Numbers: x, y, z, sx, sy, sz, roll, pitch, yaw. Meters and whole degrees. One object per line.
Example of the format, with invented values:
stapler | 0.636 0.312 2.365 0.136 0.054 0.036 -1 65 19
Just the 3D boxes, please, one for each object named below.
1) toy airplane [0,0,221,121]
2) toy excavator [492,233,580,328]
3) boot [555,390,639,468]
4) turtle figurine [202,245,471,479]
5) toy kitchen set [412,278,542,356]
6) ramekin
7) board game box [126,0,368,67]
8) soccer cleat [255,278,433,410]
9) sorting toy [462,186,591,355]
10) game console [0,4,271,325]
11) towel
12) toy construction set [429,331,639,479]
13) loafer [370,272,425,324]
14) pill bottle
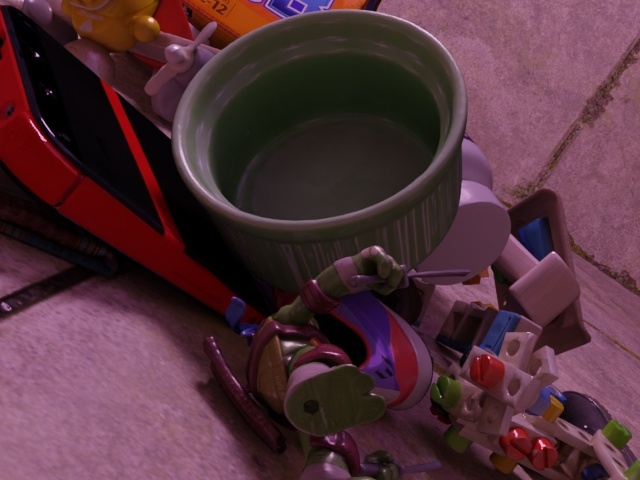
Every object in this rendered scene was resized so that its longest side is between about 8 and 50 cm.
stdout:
toy airplane | -0.281 -0.295 1.535 0.384 0.272 0.386 41 -25 -16
toy excavator | 0.146 -0.074 1.523 0.433 0.222 0.445 51 -2 -9
boot | 0.295 0.240 1.339 0.208 0.076 0.190 17 19 -32
turtle figurine | 0.046 0.119 0.887 0.274 0.198 0.266 27 14 -9
toy kitchen set | 0.153 0.118 1.384 0.166 0.122 0.207 30 -6 -14
ramekin | 0.008 -0.087 1.117 0.303 0.303 0.148 43 -19 35
board game box | -0.103 -0.439 1.857 0.356 0.356 0.356 34 -18 -1
soccer cleat | -0.009 0.062 1.161 0.116 0.109 0.318 11 28 -48
sorting toy | 0.290 0.073 1.600 0.041 0.307 0.229 -5 75 -21
game console | -0.224 -0.084 1.147 0.342 0.060 0.386 42 10 -38
towel | -0.345 -0.107 1.099 0.271 0.040 0.370 25 16 -28
toy construction set | 0.229 0.211 1.091 0.328 0.151 0.215 45 9 -29
loafer | 0.000 0.000 1.374 0.366 0.134 0.130 53 17 28
pill bottle | 0.108 -0.088 1.304 0.169 0.169 0.302 22 26 -41
